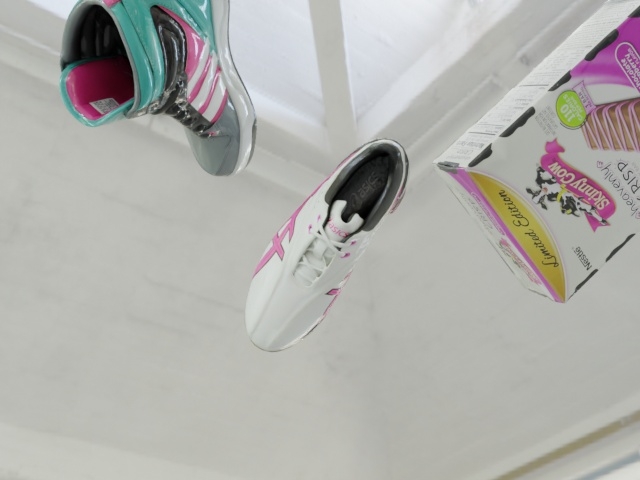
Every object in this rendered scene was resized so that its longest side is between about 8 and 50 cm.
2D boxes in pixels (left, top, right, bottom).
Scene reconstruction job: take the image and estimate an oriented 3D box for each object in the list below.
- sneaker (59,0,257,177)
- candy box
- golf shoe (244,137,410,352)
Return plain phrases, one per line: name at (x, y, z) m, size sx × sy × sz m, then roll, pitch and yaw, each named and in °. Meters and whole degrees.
sneaker at (-0.165, -0.149, 0.804) m, size 0.123 × 0.178 × 0.296 m, roll 28°, pitch -36°, yaw 32°
candy box at (0.237, -0.083, 0.704) m, size 0.233 × 0.071 × 0.159 m, roll -43°, pitch -72°, yaw -6°
golf shoe at (0.000, 0.000, 0.594) m, size 0.067 × 0.186 × 0.086 m, roll 33°, pitch -5°, yaw 5°
